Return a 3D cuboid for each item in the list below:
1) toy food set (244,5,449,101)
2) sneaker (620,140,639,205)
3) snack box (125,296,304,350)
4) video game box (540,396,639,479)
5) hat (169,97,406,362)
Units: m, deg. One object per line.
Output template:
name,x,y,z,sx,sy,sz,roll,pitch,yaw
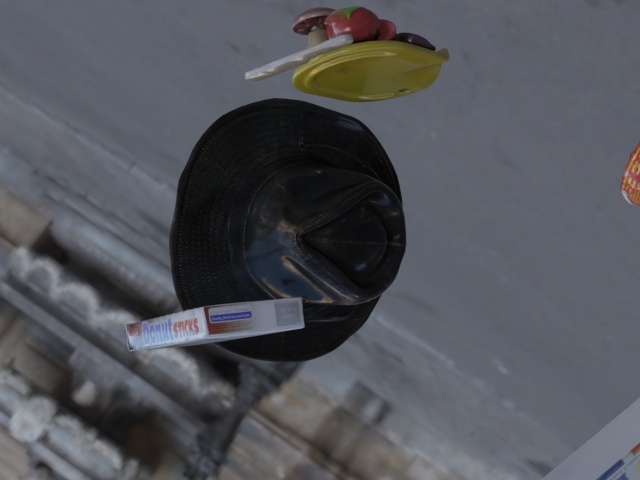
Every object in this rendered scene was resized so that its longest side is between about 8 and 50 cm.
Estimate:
toy food set,0.034,-0.193,1.201,0.128,0.071,0.217,-19,166,36
sneaker,0.248,-0.035,0.800,0.067,0.064,0.175,36,-167,36
snack box,-0.073,0.056,0.800,0.064,0.022,0.178,-6,175,-24
video game box,0.241,0.247,0.988,0.048,0.205,0.187,17,132,52
hat,0.000,0.000,1.362,0.134,0.331,0.331,15,158,51
